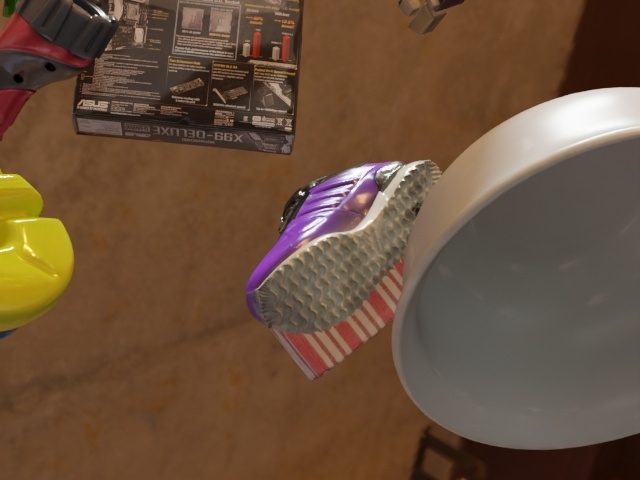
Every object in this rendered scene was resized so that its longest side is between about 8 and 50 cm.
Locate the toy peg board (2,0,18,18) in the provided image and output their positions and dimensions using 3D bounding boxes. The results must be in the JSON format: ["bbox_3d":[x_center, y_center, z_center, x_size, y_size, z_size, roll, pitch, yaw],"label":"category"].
[{"bbox_3d":[-0.401,-0.324,1.496,0.161,0.160,0.079,7,-78,-21],"label":"toy peg board"}]

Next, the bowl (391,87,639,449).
[{"bbox_3d":[0.178,0.001,0.808,0.297,0.134,0.298,-7,-45,-8],"label":"bowl"}]

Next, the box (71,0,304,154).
[{"bbox_3d":[-0.181,-0.258,1.670,0.076,0.307,0.243,109,165,-71],"label":"box"}]

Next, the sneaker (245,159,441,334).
[{"bbox_3d":[0.000,0.001,1.305,0.293,0.146,0.102,-37,-55,-38],"label":"sneaker"}]

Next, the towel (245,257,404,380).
[{"bbox_3d":[0.024,0.062,1.480,0.197,0.144,0.029,-38,-10,-6],"label":"towel"}]

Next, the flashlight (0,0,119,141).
[{"bbox_3d":[-0.335,-0.135,1.270,0.103,0.103,0.304,26,-73,-33],"label":"flashlight"}]

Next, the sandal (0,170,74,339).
[{"bbox_3d":[-0.270,-0.050,0.732,0.126,0.317,0.138,-6,-33,-40],"label":"sandal"}]

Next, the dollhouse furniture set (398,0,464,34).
[{"bbox_3d":[0.111,-0.302,1.453,0.091,0.081,0.114,-21,-9,-21],"label":"dollhouse furniture set"}]
